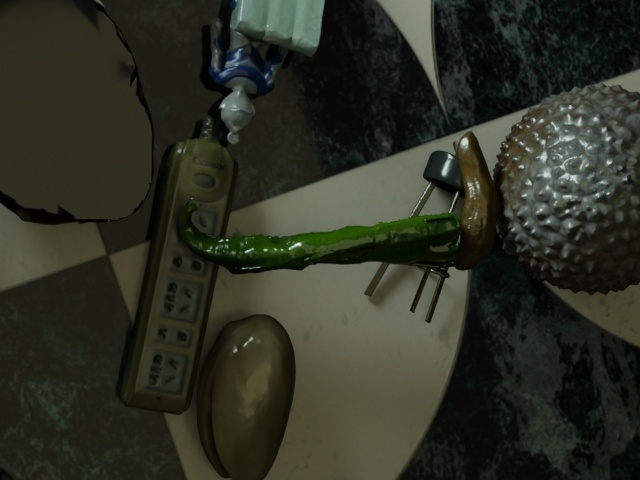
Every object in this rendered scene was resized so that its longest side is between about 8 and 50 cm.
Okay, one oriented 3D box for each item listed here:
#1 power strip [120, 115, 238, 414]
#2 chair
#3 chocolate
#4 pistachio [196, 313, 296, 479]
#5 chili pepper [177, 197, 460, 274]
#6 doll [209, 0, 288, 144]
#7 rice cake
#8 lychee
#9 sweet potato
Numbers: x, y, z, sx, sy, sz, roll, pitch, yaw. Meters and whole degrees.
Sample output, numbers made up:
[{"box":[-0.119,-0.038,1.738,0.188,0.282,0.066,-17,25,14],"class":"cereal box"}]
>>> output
[{"box":[-0.177,0.030,1.892,0.092,0.066,0.388,11,87,-17],"class":"power strip"},{"box":[0.155,-0.003,1.970,0.095,0.104,0.222,21,89,-42],"class":"chair"},{"box":[-0.333,-0.167,1.777,0.225,0.210,0.340,-27,92,-9],"class":"chocolate"},{"box":[-0.094,0.206,1.888,0.135,0.136,0.226,6,95,-15],"class":"pistachio"},{"box":[-0.001,0.000,1.855,0.359,0.076,0.085,1,127,-8],"class":"chili pepper"},{"box":[-0.100,-0.236,1.917,0.114,0.057,0.227,17,77,-20],"class":"doll"},{"box":[-0.044,-0.360,1.911,0.127,0.043,0.237,13,72,-15],"class":"rice cake"},{"box":[0.366,-0.078,1.930,0.300,0.300,0.300,0,90,-15],"class":"lychee"},{"box":[0.203,-0.051,1.896,0.053,0.054,0.182,-1,93,-12],"class":"sweet potato"}]
